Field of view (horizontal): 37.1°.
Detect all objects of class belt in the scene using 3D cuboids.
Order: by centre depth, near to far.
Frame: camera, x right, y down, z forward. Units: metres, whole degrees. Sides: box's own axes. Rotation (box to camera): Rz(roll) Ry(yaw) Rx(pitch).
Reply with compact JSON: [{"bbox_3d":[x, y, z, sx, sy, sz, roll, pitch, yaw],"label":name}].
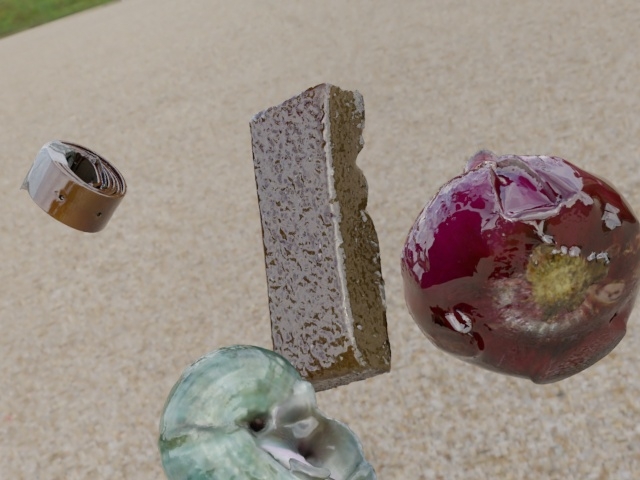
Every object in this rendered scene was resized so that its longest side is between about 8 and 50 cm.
[{"bbox_3d":[-0.479,-0.108,1.859,0.105,0.184,0.261,-57,29,14],"label":"belt"}]

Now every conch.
[{"bbox_3d":[-0.072,0.218,1.058,0.220,0.195,0.277,-4,11,-20],"label":"conch"}]

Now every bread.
[{"bbox_3d":[0.000,0.000,1.347,0.165,0.416,0.113,-18,-18,41],"label":"bread"}]

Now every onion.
[{"bbox_3d":[0.305,0.008,1.582,0.398,0.398,0.420,-20,36,-5],"label":"onion"}]
